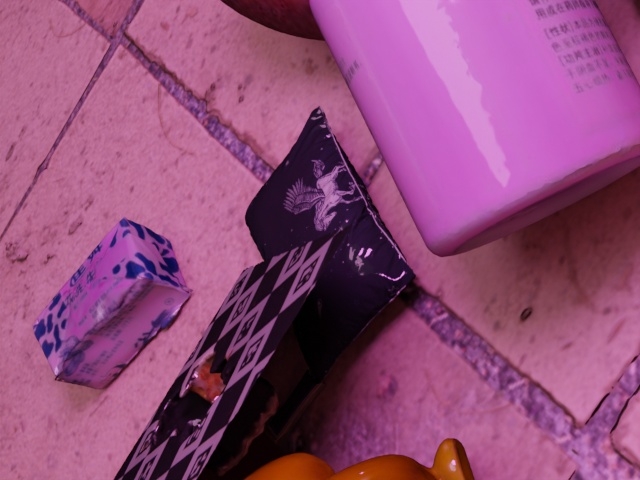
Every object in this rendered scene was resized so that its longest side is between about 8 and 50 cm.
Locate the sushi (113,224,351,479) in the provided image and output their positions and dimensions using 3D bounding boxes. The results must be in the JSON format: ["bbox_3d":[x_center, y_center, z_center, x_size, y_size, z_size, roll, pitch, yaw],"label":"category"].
[{"bbox_3d":[-0.069,0.125,0.966,0.264,0.050,0.290,-59,11,-14],"label":"sushi"}]

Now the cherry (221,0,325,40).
[{"bbox_3d":[-0.006,-0.299,1.066,0.285,0.213,0.236,40,124,22],"label":"cherry"}]

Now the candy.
[{"bbox_3d":[-0.206,0.067,1.206,0.160,0.073,0.092,-47,48,20],"label":"candy"}]

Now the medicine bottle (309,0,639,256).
[{"bbox_3d":[0.094,-0.152,0.852,0.178,0.178,0.291,-31,79,32],"label":"medicine bottle"}]

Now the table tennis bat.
[{"bbox_3d":[-0.050,0.177,1.031,0.158,0.014,0.095,-54,47,3],"label":"table tennis bat"}]

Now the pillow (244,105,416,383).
[{"bbox_3d":[0.000,0.000,1.047,0.141,0.055,0.208,-53,43,27],"label":"pillow"}]

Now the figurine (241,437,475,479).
[{"bbox_3d":[0.005,0.232,0.837,0.228,0.215,0.215,-35,51,27],"label":"figurine"}]

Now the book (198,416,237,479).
[{"bbox_3d":[-0.118,0.306,1.052,0.215,0.025,0.283,-44,48,21],"label":"book"}]
